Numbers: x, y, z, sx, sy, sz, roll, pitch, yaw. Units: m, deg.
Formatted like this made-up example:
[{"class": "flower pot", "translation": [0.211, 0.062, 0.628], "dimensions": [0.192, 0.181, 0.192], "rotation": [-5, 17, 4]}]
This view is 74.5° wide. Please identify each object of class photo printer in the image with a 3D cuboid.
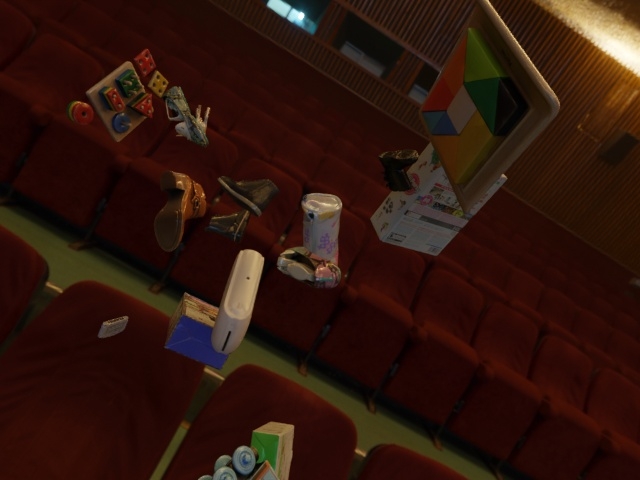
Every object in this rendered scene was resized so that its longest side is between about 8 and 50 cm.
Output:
[{"class": "photo printer", "translation": [-0.290, 0.221, 1.454], "dimensions": [0.107, 0.256, 0.308], "rotation": [18, 44, -11]}]

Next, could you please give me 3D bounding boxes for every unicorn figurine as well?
[{"class": "unicorn figurine", "translation": [-0.360, -0.339, 1.243], "dimensions": [0.060, 0.111, 0.162], "rotation": [12, 1, -1]}]

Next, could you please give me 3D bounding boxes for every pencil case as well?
[{"class": "pencil case", "translation": [0.000, 0.000, 1.214], "dimensions": [0.113, 0.273, 0.124], "rotation": [7, 36, 8]}]

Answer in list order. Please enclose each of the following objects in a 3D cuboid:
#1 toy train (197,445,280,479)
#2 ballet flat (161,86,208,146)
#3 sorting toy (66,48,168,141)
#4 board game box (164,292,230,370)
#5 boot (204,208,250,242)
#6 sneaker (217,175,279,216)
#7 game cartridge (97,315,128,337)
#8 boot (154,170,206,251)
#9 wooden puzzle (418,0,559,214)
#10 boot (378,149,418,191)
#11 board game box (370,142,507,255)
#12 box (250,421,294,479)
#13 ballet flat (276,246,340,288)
[{"class": "toy train", "translation": [-0.141, 0.396, 0.631], "dimensions": [0.105, 0.080, 0.184], "rotation": [54, 31, 5]}, {"class": "ballet flat", "translation": [-0.359, -0.314, 1.102], "dimensions": [0.189, 0.070, 0.070], "rotation": [60, 9, 13]}, {"class": "sorting toy", "translation": [-0.441, -0.322, 0.975], "dimensions": [0.046, 0.275, 0.132], "rotation": [18, -34, 20]}, {"class": "board game box", "translation": [-0.472, 0.353, 1.672], "dimensions": [0.231, 0.141, 0.291], "rotation": [29, 0, -18]}, {"class": "boot", "translation": [-0.337, -0.092, 1.581], "dimensions": [0.136, 0.077, 0.198], "rotation": [17, 43, -4]}, {"class": "sneaker", "translation": [-0.244, -0.176, 1.428], "dimensions": [0.222, 0.118, 0.083], "rotation": [36, -17, 25]}, {"class": "game cartridge", "translation": [-0.603, 0.253, 1.224], "dimensions": [0.017, 0.056, 0.083], "rotation": [32, 16, 19]}, {"class": "boot", "translation": [-0.495, -0.098, 1.516], "dimensions": [0.108, 0.284, 0.220], "rotation": [-7, -6, 10]}, {"class": "wooden puzzle", "translation": [0.219, -0.189, 0.622], "dimensions": [0.044, 0.221, 0.239], "rotation": [-7, -29, -15]}, {"class": "boot", "translation": [0.198, -0.166, 1.022], "dimensions": [0.121, 0.045, 0.099], "rotation": [11, -46, 50]}, {"class": "board game box", "translation": [0.318, -0.110, 1.156], "dimensions": [0.223, 0.303, 0.098], "rotation": [14, 39, -32]}, {"class": "box", "translation": [-0.209, 0.935, 1.793], "dimensions": [0.126, 0.262, 0.231], "rotation": [3, -12, 12]}, {"class": "ballet flat", "translation": [-0.046, 0.057, 0.918], "dimensions": [0.079, 0.077, 0.221], "rotation": [4, 7, -34]}]
